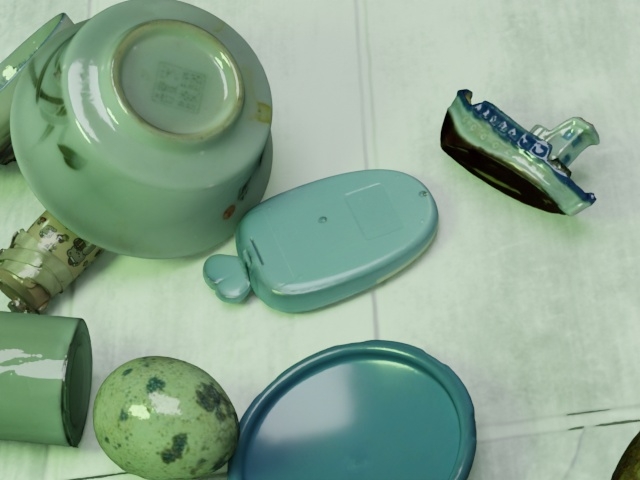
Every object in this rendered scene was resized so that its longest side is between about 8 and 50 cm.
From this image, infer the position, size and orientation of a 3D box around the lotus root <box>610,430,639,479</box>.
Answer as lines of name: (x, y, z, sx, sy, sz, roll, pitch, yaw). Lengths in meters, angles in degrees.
lotus root: (0.351, 0.244, 1.757, 0.081, 0.089, 0.179, 33, 52, 1)

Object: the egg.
egg: (-0.171, 0.203, 1.888, 0.182, 0.141, 0.141, 13, 54, 31)

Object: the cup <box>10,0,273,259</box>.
cup: (-0.200, -0.165, 2.088, 0.347, 0.163, 0.347, 8, 65, -18)

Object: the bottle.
bottle: (-0.351, 0.026, 2.121, 0.099, 0.099, 0.152, 29, 65, 32)

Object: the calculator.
calculator: (0.000, 0.000, 2.088, 0.303, 0.042, 0.188, -20, 49, -8)

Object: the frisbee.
frisbee: (0.037, 0.238, 1.864, 0.290, 0.049, 0.289, -11, 48, 13)

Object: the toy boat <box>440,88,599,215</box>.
toy boat: (0.253, -0.121, 2.076, 0.262, 0.114, 0.115, 31, 75, 38)

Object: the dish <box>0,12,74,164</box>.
dish: (-0.397, -0.169, 2.271, 0.273, 0.134, 0.273, -41, 16, 15)

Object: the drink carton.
drink carton: (-0.371, 0.156, 1.965, 0.190, 0.191, 0.185, 1, 47, 3)
